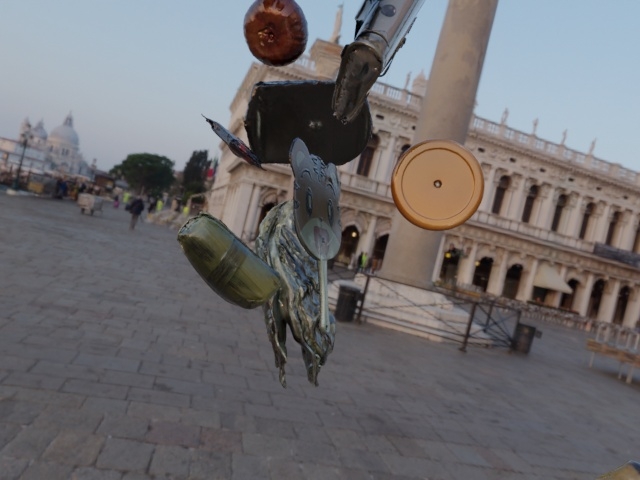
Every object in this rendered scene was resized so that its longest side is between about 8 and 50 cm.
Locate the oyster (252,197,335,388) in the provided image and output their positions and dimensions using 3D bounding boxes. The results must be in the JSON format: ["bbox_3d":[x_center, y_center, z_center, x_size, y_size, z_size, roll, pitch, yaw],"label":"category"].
[{"bbox_3d":[-0.046,0.070,0.813,0.158,0.351,0.162,10,-19,-27],"label":"oyster"}]

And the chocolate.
[{"bbox_3d":[-0.162,-0.179,0.877,0.086,0.028,0.182,38,7,-48],"label":"chocolate"}]

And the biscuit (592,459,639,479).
[{"bbox_3d":[0.186,0.178,0.275,0.081,0.018,0.083,-18,36,-14],"label":"biscuit"}]

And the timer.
[{"bbox_3d":[0.172,-0.077,0.746,0.131,0.132,0.152,14,-1,6],"label":"timer"}]

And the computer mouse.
[{"bbox_3d":[-0.022,-0.242,0.973,0.295,0.168,0.087,-6,22,-26],"label":"computer mouse"}]

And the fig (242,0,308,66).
[{"bbox_3d":[-0.079,-0.385,0.896,0.128,0.129,0.150,14,-5,12],"label":"fig"}]

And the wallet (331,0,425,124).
[{"bbox_3d":[0.075,-0.252,0.516,0.069,0.231,0.170,30,-15,-5],"label":"wallet"}]

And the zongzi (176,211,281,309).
[{"bbox_3d":[-0.099,0.023,0.472,0.104,0.052,0.113,47,-20,-12],"label":"zongzi"}]

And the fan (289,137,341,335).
[{"bbox_3d":[0.000,0.000,0.578,0.008,0.227,0.152,-6,-8,23],"label":"fan"}]
